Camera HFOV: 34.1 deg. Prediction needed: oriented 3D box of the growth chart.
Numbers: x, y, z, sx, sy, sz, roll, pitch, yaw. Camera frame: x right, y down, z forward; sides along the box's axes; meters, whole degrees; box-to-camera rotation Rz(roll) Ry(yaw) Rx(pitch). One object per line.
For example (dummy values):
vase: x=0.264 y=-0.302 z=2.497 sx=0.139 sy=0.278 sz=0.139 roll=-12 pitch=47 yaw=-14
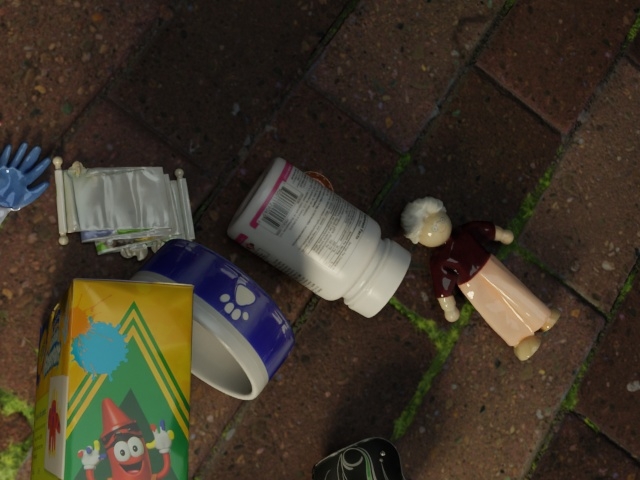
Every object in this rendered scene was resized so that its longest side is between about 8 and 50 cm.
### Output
growth chart: x=-0.324 y=-0.050 z=1.729 sx=0.237 sy=0.021 sz=0.172 roll=3 pitch=77 yaw=-19

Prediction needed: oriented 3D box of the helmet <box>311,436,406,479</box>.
helmet: x=0.078 y=0.416 z=1.685 sx=0.169 sy=0.169 sz=0.161 roll=-15 pitch=67 yaw=-22

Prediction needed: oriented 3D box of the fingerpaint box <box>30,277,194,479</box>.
fingerpaint box: x=-0.297 y=0.272 z=1.436 sx=0.163 sy=0.445 sz=0.371 roll=4 pitch=76 yaw=-19

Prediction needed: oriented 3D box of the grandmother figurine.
grandmother figurine: x=0.279 y=0.048 z=1.875 sx=0.342 sy=0.104 sz=0.208 roll=43 pitch=59 yaw=-8

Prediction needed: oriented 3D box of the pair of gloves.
pair of gloves: x=-0.539 y=-0.119 z=1.670 sx=0.198 sy=0.023 sz=0.159 roll=37 pitch=68 yaw=-8

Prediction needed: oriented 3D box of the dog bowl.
dog bowl: x=-0.172 y=0.123 z=1.610 sx=0.265 sy=0.265 sz=0.104 roll=42 pitch=66 yaw=-6

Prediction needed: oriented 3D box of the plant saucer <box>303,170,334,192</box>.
plant saucer: x=-0.017 y=-0.081 z=1.846 sx=0.083 sy=0.013 sz=0.083 roll=4 pitch=76 yaw=-17

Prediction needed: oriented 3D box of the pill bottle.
pill bottle: x=0.000 y=0.000 z=1.755 sx=0.283 sy=0.160 sz=0.160 roll=34 pitch=69 yaw=-9
